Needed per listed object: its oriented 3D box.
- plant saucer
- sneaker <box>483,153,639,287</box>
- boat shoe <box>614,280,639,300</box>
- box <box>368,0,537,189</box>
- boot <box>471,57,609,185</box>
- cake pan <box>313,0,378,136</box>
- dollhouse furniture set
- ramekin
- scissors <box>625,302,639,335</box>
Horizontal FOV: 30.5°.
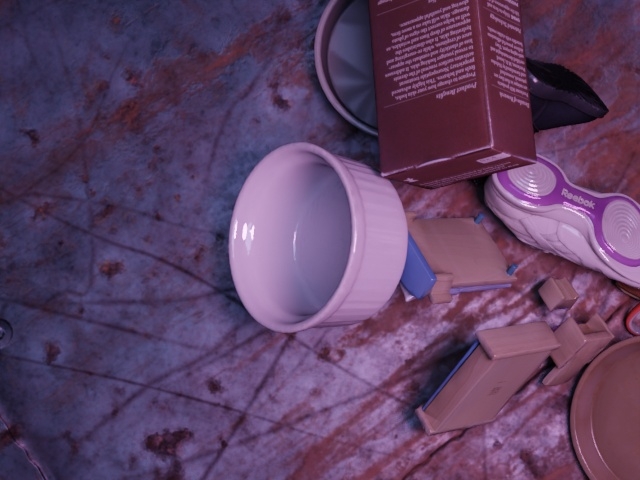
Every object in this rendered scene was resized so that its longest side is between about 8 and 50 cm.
[{"bbox_3d":[0.507,0.276,1.743,0.278,0.041,0.278,0,91,34],"label":"plant saucer"},{"bbox_3d":[0.384,-0.025,1.780,0.305,0.152,0.114,34,68,3],"label":"sneaker"},{"bbox_3d":[0.618,0.050,1.787,0.324,0.120,0.122,6,83,2],"label":"boat shoe"},{"bbox_3d":[0.185,-0.282,1.701,0.191,0.143,0.381,-12,74,38],"label":"box"},{"bbox_3d":[0.310,-0.176,1.826,0.207,0.246,0.094,-47,58,28],"label":"boot"},{"bbox_3d":[0.136,-0.296,1.871,0.293,0.054,0.293,0,83,1],"label":"cake pan"},{"bbox_3d":[0.226,0.104,1.812,0.286,0.198,0.303,-4,51,-37],"label":"dollhouse furniture set"},{"bbox_3d":[0.000,0.000,1.736,0.135,0.277,0.277,7,80,-43],"label":"ramekin"},{"bbox_3d":[0.573,0.081,1.729,0.109,0.297,0.021,37,48,-4],"label":"scissors"}]
